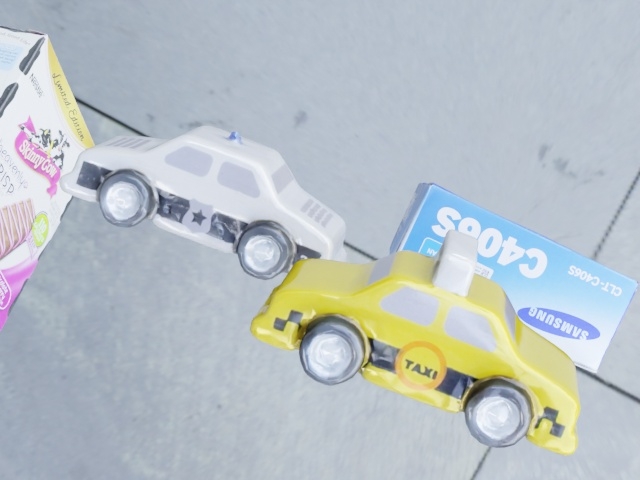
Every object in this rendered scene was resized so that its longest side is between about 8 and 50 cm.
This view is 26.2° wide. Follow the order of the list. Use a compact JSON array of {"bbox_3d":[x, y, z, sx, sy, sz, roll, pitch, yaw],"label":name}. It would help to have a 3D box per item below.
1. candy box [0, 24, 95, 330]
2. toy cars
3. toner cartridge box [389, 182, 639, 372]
[{"bbox_3d":[-0.275,-0.036,1.108,0.071,0.159,0.233,12,59,17],"label":"candy box"},{"bbox_3d":[0.000,0.000,0.825,0.393,0.176,0.087,33,108,43],"label":"toy cars"},{"bbox_3d":[0.142,0.019,1.124,0.165,0.348,0.075,25,94,2],"label":"toner cartridge box"}]
